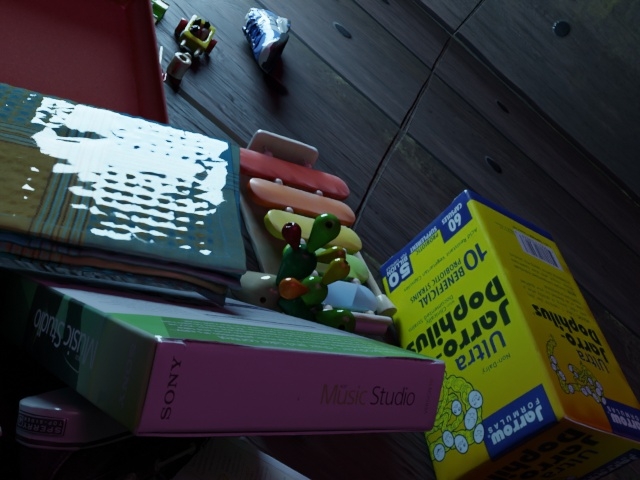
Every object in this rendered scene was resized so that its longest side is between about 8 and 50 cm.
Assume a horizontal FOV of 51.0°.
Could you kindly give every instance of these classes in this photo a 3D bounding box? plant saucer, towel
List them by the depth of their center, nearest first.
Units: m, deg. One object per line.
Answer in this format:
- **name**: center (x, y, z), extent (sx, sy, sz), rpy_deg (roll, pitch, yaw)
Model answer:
- **towel**: center (-0.250, -0.065, 0.584), extent (0.370, 0.040, 0.271), rpy_deg (12, 29, -14)
- **plant saucer**: center (-0.319, -0.244, 0.814), extent (0.258, 0.047, 0.259), rpy_deg (8, 61, -43)

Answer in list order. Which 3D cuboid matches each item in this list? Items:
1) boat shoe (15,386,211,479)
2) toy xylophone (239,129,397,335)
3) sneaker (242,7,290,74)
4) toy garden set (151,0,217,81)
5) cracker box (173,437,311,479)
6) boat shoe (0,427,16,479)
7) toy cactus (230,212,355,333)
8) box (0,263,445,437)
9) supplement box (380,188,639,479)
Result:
- **boat shoe**: center (-0.127, 0.137, 0.482), extent (0.219, 0.077, 0.070), rpy_deg (11, 85, -63)
- **toy xylophone**: center (0.000, 0.000, 0.898), extent (0.236, 0.081, 0.323), rpy_deg (4, 49, -46)
- **sneaker**: center (-0.106, -0.367, 1.225), extent (0.081, 0.080, 0.211), rpy_deg (25, 26, -17)
- **toy garden set**: center (-0.261, -0.327, 1.017), extent (0.203, 0.049, 0.244), rpy_deg (32, 34, -18)
- **cracker box**: center (-0.081, 0.243, 0.537), extent (0.232, 0.067, 0.156), rpy_deg (35, 32, -15)
- **boat shoe**: center (-0.335, 0.085, 0.409), extent (0.340, 0.158, 0.127), rpy_deg (26, 56, 18)
- **toy cactus**: center (-0.040, 0.075, 0.717), extent (0.112, 0.219, 0.180), rpy_deg (-9, 18, -41)
- **box**: center (-0.100, 0.077, 0.522), extent (0.232, 0.322, 0.059), rpy_deg (13, 86, -39)
- **supplement box**: center (0.242, 0.142, 0.894), extent (0.195, 0.194, 0.357), rpy_deg (22, 38, -31)
